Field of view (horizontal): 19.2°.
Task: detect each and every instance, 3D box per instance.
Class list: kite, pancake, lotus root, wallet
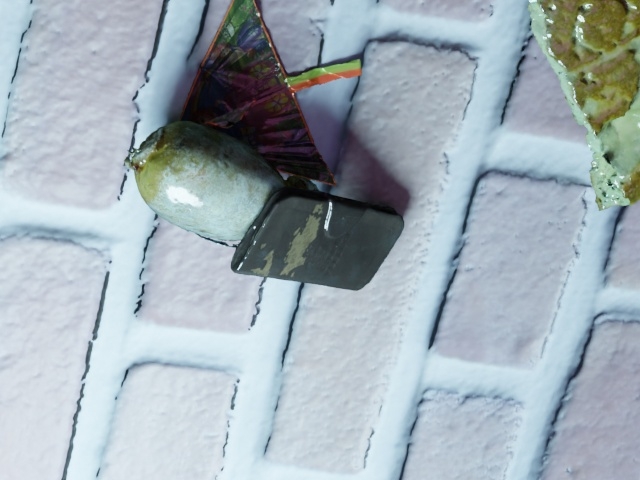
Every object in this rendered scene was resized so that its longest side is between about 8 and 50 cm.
[{"bbox_3d":[-0.042,-0.110,1.468,0.159,0.010,0.190,-26,118,-1],"label":"kite"},{"bbox_3d":[0.249,-0.194,1.478,0.197,0.054,0.377,3,111,-16],"label":"pancake"},{"bbox_3d":[-0.075,-0.040,1.453,0.165,0.088,0.088,21,108,-32],"label":"lotus root"},{"bbox_3d":[0.000,0.000,1.483,0.156,0.018,0.082,12,117,-49],"label":"wallet"}]
